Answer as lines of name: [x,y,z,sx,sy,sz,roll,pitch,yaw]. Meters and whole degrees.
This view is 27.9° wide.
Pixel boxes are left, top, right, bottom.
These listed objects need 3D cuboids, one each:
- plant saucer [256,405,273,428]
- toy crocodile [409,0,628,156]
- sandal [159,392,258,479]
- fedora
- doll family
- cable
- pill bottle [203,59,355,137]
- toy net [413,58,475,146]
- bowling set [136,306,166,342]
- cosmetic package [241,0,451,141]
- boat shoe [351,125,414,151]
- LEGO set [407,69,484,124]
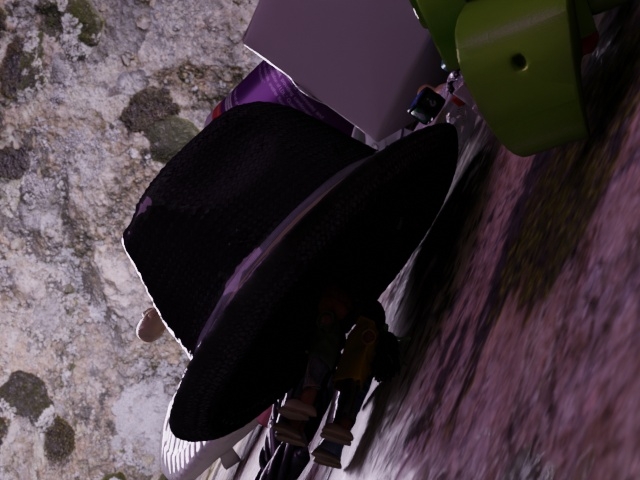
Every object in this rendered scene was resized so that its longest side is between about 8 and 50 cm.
plant saucer: [-0.024,0.073,1.619,0.332,0.084,0.332,-157,90,-87]
toy crocodile: [0.114,-0.148,0.776,0.115,0.105,0.340,-22,19,8]
sandal: [-0.147,0.287,2.002,0.416,0.102,0.169,-37,41,56]
fedora: [-0.041,-0.003,0.979,0.334,0.152,0.334,-47,-14,-16]
doll family: [0.016,0.094,0.927,0.193,0.076,0.111,114,174,-69]
cable: [-0.029,0.194,1.244,0.184,0.047,0.150,-80,10,-68]
pill bottle: [0.012,-0.189,1.650,0.323,0.181,0.181,-42,13,24]
toy net: [0.132,-0.151,1.130,0.122,0.045,0.232,-46,18,41]
bowling set: [-0.146,0.171,2.142,0.154,0.287,0.200,-60,-36,-53]
cosmetic package: [0.088,-0.306,1.269,0.155,0.197,0.365,-34,-22,-48]
boat shoe: [0.045,-0.052,1.381,0.258,0.084,0.095,-71,6,-60]
LEGO set: [0.157,-0.179,0.990,0.244,0.060,0.182,-53,7,11]
